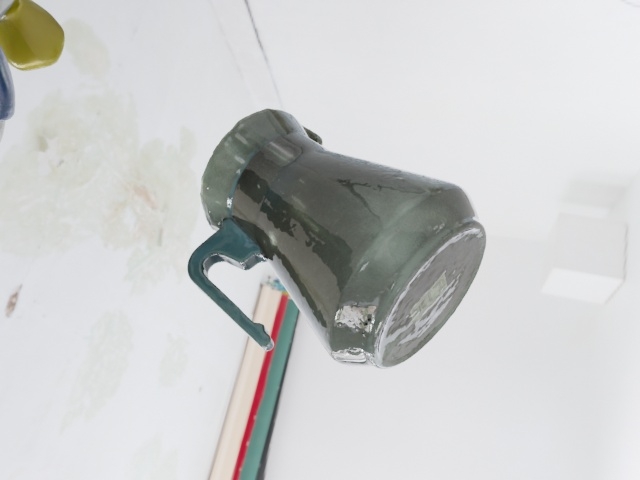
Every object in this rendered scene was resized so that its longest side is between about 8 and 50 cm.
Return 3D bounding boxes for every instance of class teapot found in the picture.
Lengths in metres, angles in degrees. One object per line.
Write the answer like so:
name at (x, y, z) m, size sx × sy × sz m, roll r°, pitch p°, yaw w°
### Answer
teapot at (0.000, 0.000, 0.506) m, size 0.203 × 0.225 × 0.171 m, roll -44°, pitch -32°, yaw -16°

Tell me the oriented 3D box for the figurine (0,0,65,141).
figurine at (-0.369, -0.182, 0.520) m, size 0.338 × 0.204 × 0.284 m, roll 20°, pitch 92°, yaw 70°
